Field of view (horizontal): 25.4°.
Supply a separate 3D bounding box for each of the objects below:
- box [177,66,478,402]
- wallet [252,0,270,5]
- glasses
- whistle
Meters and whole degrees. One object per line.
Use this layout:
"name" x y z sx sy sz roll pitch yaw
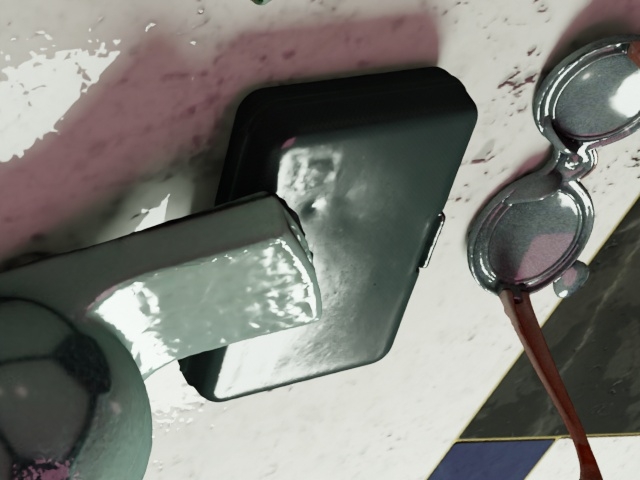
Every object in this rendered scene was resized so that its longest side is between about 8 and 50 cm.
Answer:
"box" 0.000 0.000 0.890 0.160 0.050 0.230 -11 136 -31
"wallet" 0.083 -0.253 0.663 0.309 0.077 0.223 -28 146 -17
"glasses" 0.200 0.023 0.914 0.118 0.268 0.234 8 129 -22
"whistle" -0.133 0.093 0.775 0.290 0.163 0.163 -17 144 6
